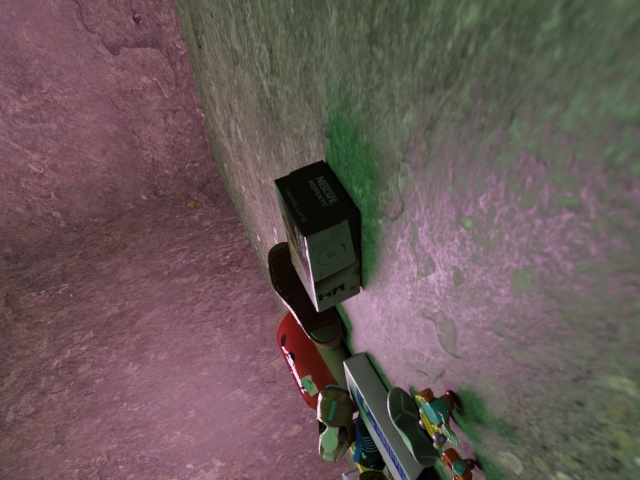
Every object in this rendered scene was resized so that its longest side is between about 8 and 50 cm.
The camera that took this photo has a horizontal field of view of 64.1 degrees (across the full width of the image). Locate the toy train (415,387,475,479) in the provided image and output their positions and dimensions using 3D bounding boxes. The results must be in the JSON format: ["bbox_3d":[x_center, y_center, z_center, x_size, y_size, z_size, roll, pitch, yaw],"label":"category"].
[{"bbox_3d":[0.190,0.281,0.741,0.125,0.046,0.166,52,165,49],"label":"toy train"}]

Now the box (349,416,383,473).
[{"bbox_3d":[0.148,0.676,1.602,0.058,0.087,0.232,91,155,-63],"label":"box"}]

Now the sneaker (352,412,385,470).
[{"bbox_3d":[0.142,0.517,1.363,0.090,0.081,0.233,13,121,19],"label":"sneaker"}]

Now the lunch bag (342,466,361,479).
[{"bbox_3d":[0.187,0.902,1.686,0.223,0.160,0.263,-130,26,-53],"label":"lunch bag"}]

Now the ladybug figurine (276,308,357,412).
[{"bbox_3d":[-0.018,0.362,1.559,0.449,0.161,0.305,-132,22,-58],"label":"ladybug figurine"}]

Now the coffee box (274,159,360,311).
[{"bbox_3d":[0.000,0.000,0.923,0.247,0.098,0.141,83,160,-55],"label":"coffee box"}]

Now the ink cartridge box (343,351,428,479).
[{"bbox_3d":[0.161,0.445,1.142,0.176,0.069,0.371,80,166,-46],"label":"ink cartridge box"}]

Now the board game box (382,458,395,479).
[{"bbox_3d":[0.216,0.689,1.461,0.260,0.030,0.136,59,169,34],"label":"board game box"}]

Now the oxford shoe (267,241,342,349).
[{"bbox_3d":[-0.050,0.160,1.427,0.130,0.122,0.348,76,168,-60],"label":"oxford shoe"}]

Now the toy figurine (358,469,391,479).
[{"bbox_3d":[0.171,0.774,1.291,0.362,0.191,0.218,-172,68,-71],"label":"toy figurine"}]

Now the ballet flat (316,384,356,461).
[{"bbox_3d":[0.037,0.502,1.340,0.343,0.116,0.124,88,-164,-51],"label":"ballet flat"}]

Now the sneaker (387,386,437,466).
[{"bbox_3d":[0.164,0.350,0.967,0.061,0.053,0.152,130,116,-81],"label":"sneaker"}]
